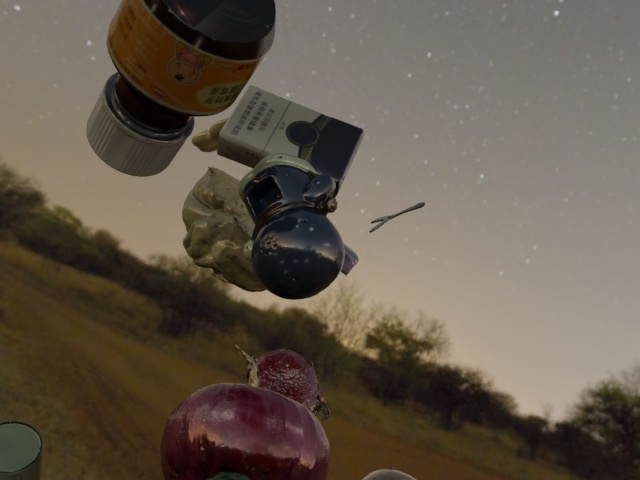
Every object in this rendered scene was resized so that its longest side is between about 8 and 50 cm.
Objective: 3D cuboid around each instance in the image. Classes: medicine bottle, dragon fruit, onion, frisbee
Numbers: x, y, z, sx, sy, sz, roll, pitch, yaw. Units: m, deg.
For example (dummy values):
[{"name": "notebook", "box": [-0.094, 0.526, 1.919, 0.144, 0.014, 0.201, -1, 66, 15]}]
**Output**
[{"name": "medicine bottle", "box": [-0.250, -0.287, 1.242, 0.242, 0.242, 0.395, 24, -42, -18]}, {"name": "dragon fruit", "box": [-0.095, 0.434, 2.075, 0.282, 0.211, 0.147, 32, -21, 13]}, {"name": "onion", "box": [-0.148, 0.424, 1.557, 0.358, 0.345, 0.358, 24, -11, 5]}, {"name": "frisbee", "box": [0.207, -0.062, 2.285, 0.211, 0.187, 0.012, -17, -79, 46]}]

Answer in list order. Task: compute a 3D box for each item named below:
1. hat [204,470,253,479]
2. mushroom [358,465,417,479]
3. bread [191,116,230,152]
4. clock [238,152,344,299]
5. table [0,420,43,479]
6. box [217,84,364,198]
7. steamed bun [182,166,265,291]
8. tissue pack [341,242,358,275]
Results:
[{"name": "hat", "box": [-0.237, 0.559, 1.291, 0.285, 0.400, 0.285, 22, 6, -2]}, {"name": "mushroom", "box": [0.074, 0.557, 1.307, 0.290, 0.293, 0.292, -14, -30, 39]}, {"name": "bread", "box": [-0.175, -0.259, 1.697, 0.250, 0.039, 0.182, -19, -1, -4]}, {"name": "clock", "box": [-0.053, -0.014, 1.231, 0.199, 0.243, 0.146, -34, -35, 22]}, {"name": "table", "box": [-0.647, 0.492, 1.520, 0.126, 0.220, 0.126, 13, 37, -10]}, {"name": "box", "box": [-0.058, -0.197, 1.471, 0.259, 0.168, 0.071, 20, -36, 4]}, {"name": "steamed bun", "box": [-0.190, -0.002, 1.677, 0.275, 0.206, 0.320, 16, 29, -33]}, {"name": "tissue pack", "box": [0.000, 0.000, 1.424, 0.156, 0.051, 0.112, 40, 1, -6]}]
